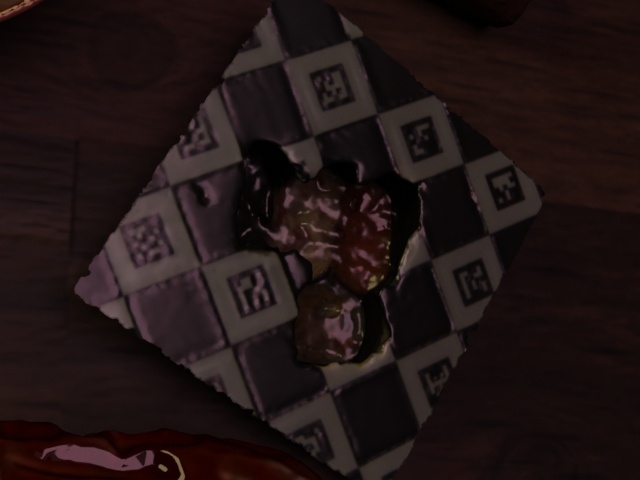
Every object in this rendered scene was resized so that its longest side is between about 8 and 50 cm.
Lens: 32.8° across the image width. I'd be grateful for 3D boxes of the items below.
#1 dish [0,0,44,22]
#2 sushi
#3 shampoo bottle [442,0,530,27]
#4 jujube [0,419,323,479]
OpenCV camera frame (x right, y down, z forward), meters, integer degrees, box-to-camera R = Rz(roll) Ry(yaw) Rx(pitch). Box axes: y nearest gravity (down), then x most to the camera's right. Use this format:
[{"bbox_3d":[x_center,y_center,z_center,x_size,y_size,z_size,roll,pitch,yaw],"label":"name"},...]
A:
[{"bbox_3d":[-0.216,-0.224,0.575,0.260,0.085,0.260,1,85,-9],"label":"dish"},{"bbox_3d":[0.000,0.000,0.656,0.220,0.047,0.231,38,70,-17],"label":"sushi"},{"bbox_3d":[0.038,-0.223,0.712,0.236,0.067,0.068,27,75,-16],"label":"shampoo bottle"},{"bbox_3d":[-0.094,0.159,0.516,0.230,0.155,0.155,19,71,-17],"label":"jujube"}]
